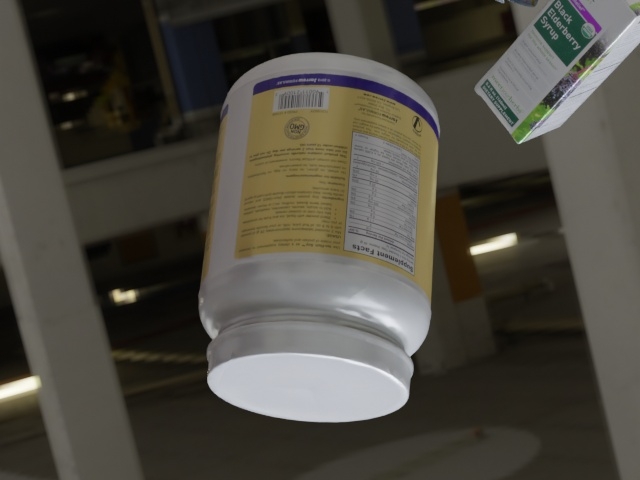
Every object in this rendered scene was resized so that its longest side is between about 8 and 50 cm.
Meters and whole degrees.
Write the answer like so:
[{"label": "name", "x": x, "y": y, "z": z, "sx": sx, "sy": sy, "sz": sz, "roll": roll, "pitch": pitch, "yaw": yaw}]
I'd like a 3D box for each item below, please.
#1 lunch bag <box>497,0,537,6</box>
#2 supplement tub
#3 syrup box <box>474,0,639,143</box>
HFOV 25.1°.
[{"label": "lunch bag", "x": 0.214, "y": -0.313, "z": 1.707, "sx": 0.083, "sy": 0.053, "sz": 0.071, "roll": 7, "pitch": -156, "yaw": -41}, {"label": "supplement tub", "x": 0.000, "y": 0.000, "z": 1.499, "sx": 0.241, "sy": 0.331, "sz": 0.241, "roll": 4, "pitch": 155, "yaw": 2}, {"label": "syrup box", "x": 0.296, "y": -0.228, "z": 1.686, "sx": 0.096, "sy": 0.093, "sz": 0.237, "roll": -23, "pitch": 161, "yaw": -43}]
